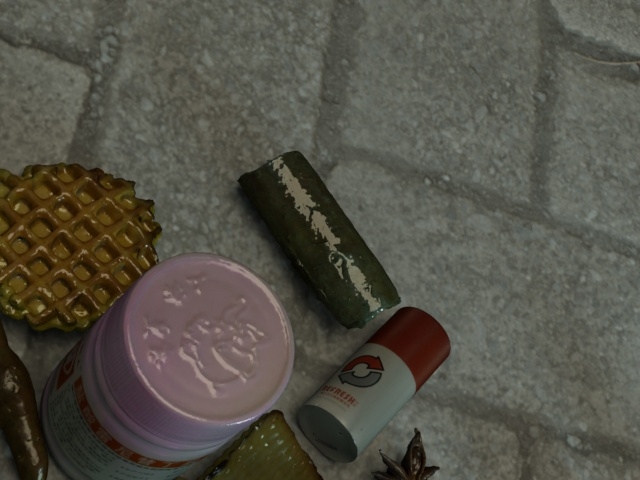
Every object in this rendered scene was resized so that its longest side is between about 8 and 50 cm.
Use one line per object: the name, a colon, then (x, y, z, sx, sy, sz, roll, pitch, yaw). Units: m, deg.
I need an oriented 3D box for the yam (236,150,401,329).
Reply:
yam: (0.000, 0.000, 1.910, 0.106, 0.106, 0.259, -30, 84, -32)

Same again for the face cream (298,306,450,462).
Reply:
face cream: (0.073, 0.185, 1.867, 0.096, 0.096, 0.214, 47, 57, 0)

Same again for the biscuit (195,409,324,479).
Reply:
biscuit: (-0.099, 0.341, 1.723, 0.254, 0.029, 0.172, -42, 115, -32)

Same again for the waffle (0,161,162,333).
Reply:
waffle: (-0.312, 0.009, 1.775, 0.243, 0.059, 0.238, 6, 60, -21)

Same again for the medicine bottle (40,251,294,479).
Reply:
medicine bottle: (-0.182, 0.160, 1.622, 0.202, 0.316, 0.202, 11, 62, -22)

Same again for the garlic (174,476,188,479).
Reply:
garlic: (-0.147, 0.319, 1.739, 0.083, 0.041, 0.053, 27, 54, -4)

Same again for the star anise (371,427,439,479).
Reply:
star anise: (0.101, 0.321, 1.848, 0.129, 0.056, 0.124, -33, 104, -22)

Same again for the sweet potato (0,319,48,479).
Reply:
sweet potato: (-0.369, 0.179, 1.681, 0.067, 0.067, 0.274, -16, 81, -30)
